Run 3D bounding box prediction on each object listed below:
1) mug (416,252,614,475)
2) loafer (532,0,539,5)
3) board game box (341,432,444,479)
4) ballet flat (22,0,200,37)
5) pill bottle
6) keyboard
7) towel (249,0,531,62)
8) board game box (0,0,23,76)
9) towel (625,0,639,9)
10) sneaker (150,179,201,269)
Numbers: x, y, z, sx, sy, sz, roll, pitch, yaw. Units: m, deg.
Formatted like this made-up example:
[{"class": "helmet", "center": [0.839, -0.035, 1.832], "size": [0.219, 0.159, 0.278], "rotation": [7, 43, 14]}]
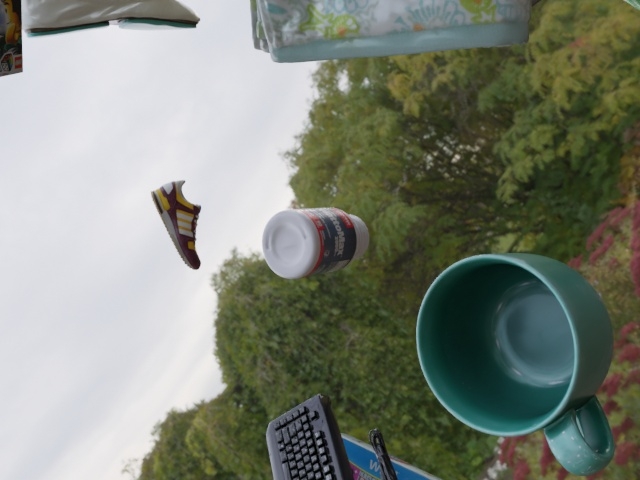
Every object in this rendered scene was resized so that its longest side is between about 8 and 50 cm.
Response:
[{"class": "mug", "center": [0.155, 0.088, 0.494], "size": [0.129, 0.157, 0.097], "rotation": [-8, -5, 42]}, {"class": "loafer", "center": [0.420, -0.544, 1.202], "size": [0.366, 0.130, 0.133], "rotation": [144, 125, -62]}, {"class": "board game box", "center": [0.067, 0.500, 1.048], "size": [0.303, 0.224, 0.097], "rotation": [-67, -29, -11]}, {"class": "ballet flat", "center": [-0.454, -0.520, 1.407], "size": [0.400, 0.139, 0.139], "rotation": [-14, -30, -30]}, {"class": "pill bottle", "center": [0.000, 0.000, 1.048], "size": [0.180, 0.108, 0.108], "rotation": [-8, -44, -55]}, {"class": "keyboard", "center": [0.028, 0.358, 0.892], "size": [0.201, 0.317, 0.033], "rotation": [-31, -42, 13]}, {"class": "towel", "center": [0.077, -0.400, 0.821], "size": [0.090, 0.374, 0.320], "rotation": [-49, -42, -64]}, {"class": "board game box", "center": [-0.556, -0.328, 0.949], "size": [0.305, 0.053, 0.193], "rotation": [-61, -17, -65]}, {"class": "towel", "center": [0.601, -0.321, 0.982], "size": [0.248, 0.325, 0.038], "rotation": [-33, -14, -37]}, {"class": "sneaker", "center": [-0.269, -0.031, 1.302], "size": [0.084, 0.185, 0.069], "rotation": [-27, 16, -11]}]
